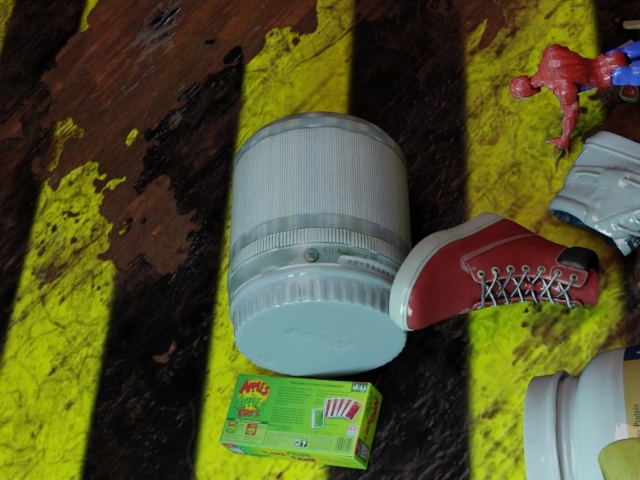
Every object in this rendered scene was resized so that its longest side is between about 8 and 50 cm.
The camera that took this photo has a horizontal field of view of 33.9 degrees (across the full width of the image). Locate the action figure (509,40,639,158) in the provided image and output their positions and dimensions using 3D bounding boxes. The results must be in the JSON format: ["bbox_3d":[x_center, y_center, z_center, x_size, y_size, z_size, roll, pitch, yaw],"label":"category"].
[{"bbox_3d":[0.366,-0.189,1.280,0.280,0.139,0.091,-9,60,0],"label":"action figure"}]

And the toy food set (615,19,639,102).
[{"bbox_3d":[0.405,-0.221,1.329,0.078,0.019,0.122,3,70,29],"label":"toy food set"}]

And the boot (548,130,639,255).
[{"bbox_3d":[0.383,-0.029,1.182,0.258,0.095,0.123,28,81,46],"label":"boot"}]

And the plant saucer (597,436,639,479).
[{"bbox_3d":[0.410,0.286,0.801,0.333,0.332,0.081,-10,28,22],"label":"plant saucer"}]

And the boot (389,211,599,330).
[{"bbox_3d":[0.203,0.049,1.157,0.176,0.088,0.244,22,34,34],"label":"boot"}]

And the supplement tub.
[{"bbox_3d":[0.360,0.200,0.947,0.316,0.228,0.228,-10,56,21],"label":"supplement tub"}]

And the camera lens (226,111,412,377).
[{"bbox_3d":[0.000,0.000,1.266,0.219,0.219,0.274,-13,55,20],"label":"camera lens"}]

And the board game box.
[{"bbox_3d":[-0.024,0.214,1.256,0.181,0.043,0.092,0,60,27],"label":"board game box"}]
